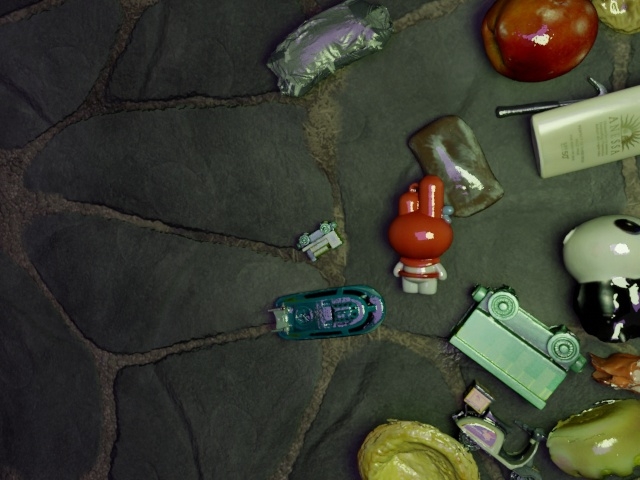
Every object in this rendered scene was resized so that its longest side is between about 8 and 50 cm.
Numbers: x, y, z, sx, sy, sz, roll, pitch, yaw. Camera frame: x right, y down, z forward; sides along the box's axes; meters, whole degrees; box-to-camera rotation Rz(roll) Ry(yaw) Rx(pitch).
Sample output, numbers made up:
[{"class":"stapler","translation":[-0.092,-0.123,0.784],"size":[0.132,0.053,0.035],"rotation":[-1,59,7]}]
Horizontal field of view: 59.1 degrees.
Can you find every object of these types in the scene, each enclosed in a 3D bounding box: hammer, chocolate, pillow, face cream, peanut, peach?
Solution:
[{"class":"hammer","translation":[0.544,-0.323,1.334],"size":[0.246,0.029,0.103],"rotation":[-2,93,16]},{"class":"chocolate","translation":[0.326,-0.179,1.370],"size":[0.157,0.080,0.254],"rotation":[-28,86,14]},{"class":"pillow","translation":[0.022,-0.493,1.430],"size":[0.335,0.092,0.161],"rotation":[-27,91,14]},{"class":"face cream","translation":[0.658,-0.252,1.256],"size":[0.349,0.081,0.173],"rotation":[-13,128,15]},{"class":"peanut","translation":[0.707,-0.553,1.235],"size":[0.233,0.110,0.196],"rotation":[-10,95,15]},{"class":"peach","translation":[0.486,-0.465,1.257],"size":[0.244,0.199,0.243],"rotation":[-4,57,6]}]

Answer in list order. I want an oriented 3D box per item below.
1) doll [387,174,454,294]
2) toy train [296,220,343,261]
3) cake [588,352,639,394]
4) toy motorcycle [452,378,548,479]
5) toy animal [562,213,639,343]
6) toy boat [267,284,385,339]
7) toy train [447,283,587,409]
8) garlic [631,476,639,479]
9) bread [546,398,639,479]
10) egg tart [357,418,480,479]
[{"class":"doll","translation":[0.243,-0.014,1.373],"size":[0.161,0.130,0.290],"rotation":[5,100,30]},{"class":"toy train","translation":[0.000,0.000,1.485],"size":[0.122,0.050,0.081],"rotation":[-33,92,13]},{"class":"cake","translation":[0.758,0.317,1.271],"size":[0.287,0.135,0.098],"rotation":[11,81,5]},{"class":"toy motorcycle","translation":[0.442,0.479,1.369],"size":[0.263,0.091,0.157],"rotation":[37,98,9]},{"class":"toy animal","translation":[0.651,0.076,1.242],"size":[0.213,0.212,0.266],"rotation":[-7,88,15]},{"class":"toy boat","translation":[0.018,0.194,1.469],"size":[0.299,0.092,0.134],"rotation":[-10,87,16]},{"class":"toy train","translation":[0.460,0.240,1.336],"size":[0.301,0.120,0.202],"rotation":[37,103,11]},{"class":"garlic","translation":[0.765,0.645,1.256],"size":[0.214,0.160,0.191],"rotation":[42,107,12]},{"class":"bread","translation":[0.650,0.464,1.269],"size":[0.261,0.156,0.158],"rotation":[-21,87,10]},{"class":"egg tart","translation":[0.245,0.561,1.393],"size":[0.315,0.120,0.314],"rotation":[8,111,21]}]
